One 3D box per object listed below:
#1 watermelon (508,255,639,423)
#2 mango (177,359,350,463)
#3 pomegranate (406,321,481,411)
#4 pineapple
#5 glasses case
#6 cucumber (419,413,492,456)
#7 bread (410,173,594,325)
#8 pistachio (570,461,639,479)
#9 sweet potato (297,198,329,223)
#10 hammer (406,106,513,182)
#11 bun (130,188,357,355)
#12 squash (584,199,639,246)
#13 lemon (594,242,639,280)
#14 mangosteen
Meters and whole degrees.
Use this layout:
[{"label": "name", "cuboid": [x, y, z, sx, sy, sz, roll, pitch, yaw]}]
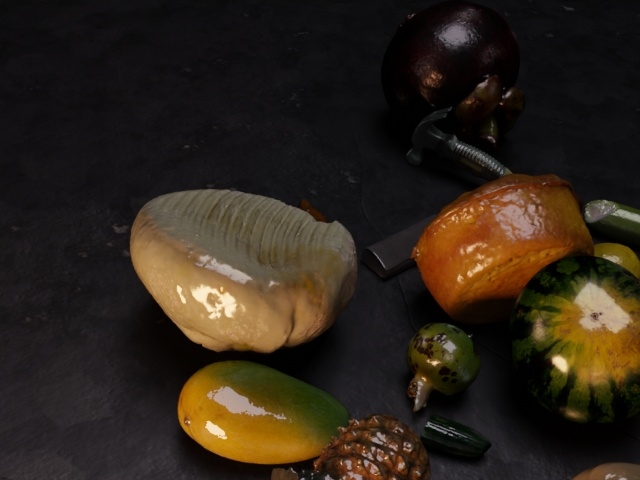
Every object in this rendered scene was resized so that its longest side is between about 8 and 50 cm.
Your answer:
[{"label": "watermelon", "cuboid": [0.422, 0.156, 1.578, 0.269, 0.269, 0.269, 5, 38, -4]}, {"label": "mango", "cuboid": [-0.081, 0.254, 1.477, 0.251, 0.114, 0.156, 18, 27, -7]}, {"label": "pomegranate", "cuboid": [0.180, 0.200, 1.598, 0.122, 0.122, 0.161, 29, 70, 24]}, {"label": "pineapple", "cuboid": [0.007, 0.349, 1.340, 0.310, 0.170, 0.141, -35, 12, -36]}, {"label": "glasses case", "cuboid": [0.164, 0.010, 1.886, 0.190, 0.042, 0.072, -25, 57, -36]}, {"label": "cucumber", "cuboid": [0.202, 0.296, 1.524, 0.105, 0.048, 0.048, 19, 39, 6]}, {"label": "bread", "cuboid": [0.317, 0.015, 1.724, 0.312, 0.312, 0.172, -8, 58, -21]}, {"label": "pistachio", "cuboid": [0.452, 0.379, 1.411, 0.226, 0.136, 0.136, 18, 39, 2]}, {"label": "sweet potato", "cuboid": [0.001, 0.001, 1.854, 0.057, 0.057, 0.264, 0, 35, -11]}, {"label": "hammer", "cuboid": [0.290, -0.170, 2.072, 0.226, 0.159, 0.041, 33, 50, 9]}, {"label": "bun", "cuboid": [-0.128, 0.061, 1.610, 0.365, 0.219, 0.365, 12, 21, -5]}, {"label": "squash", "cuboid": [0.627, -0.022, 1.990, 0.239, 0.069, 0.069, 20, 39, 13]}, {"label": "lemon", "cuboid": [0.519, 0.057, 1.837, 0.133, 0.109, 0.109, 7, 38, -12]}, {"label": "mangosteen", "cuboid": [0.292, -0.335, 2.163, 0.307, 0.307, 0.347, -26, 73, -36]}]
